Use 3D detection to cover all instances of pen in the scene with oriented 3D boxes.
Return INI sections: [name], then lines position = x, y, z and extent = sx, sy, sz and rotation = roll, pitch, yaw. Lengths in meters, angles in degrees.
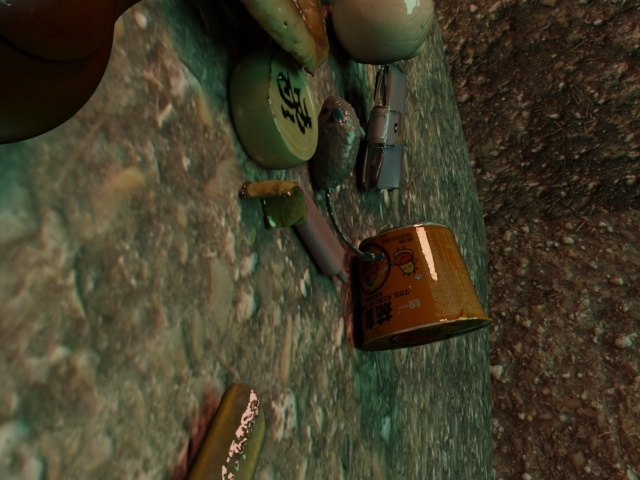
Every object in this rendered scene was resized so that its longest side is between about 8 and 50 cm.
[pen]
position = 0.000, 0.000, 0.787
extent = 0.053, 0.032, 0.197
rotation = -79, 149, -41

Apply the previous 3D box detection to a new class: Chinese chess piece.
[Chinese chess piece]
position = -0.051, -0.157, 0.676
extent = 0.144, 0.058, 0.144
rotation = -8, 90, -67

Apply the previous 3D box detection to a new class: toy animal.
[toy animal]
position = 0.028, -0.089, 0.823
extent = 0.070, 0.079, 0.253
rotation = -1, 82, -46

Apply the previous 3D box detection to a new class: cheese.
[cheese]
position = -0.048, -0.045, 0.653
extent = 0.084, 0.060, 0.042
rotation = 61, 28, -56

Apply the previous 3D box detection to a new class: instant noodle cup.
[instant noodle cup]
position = 0.155, 0.079, 0.929
extent = 0.216, 0.215, 0.172
rotation = 30, 46, -63

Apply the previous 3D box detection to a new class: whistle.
[whistle]
position = -0.100, 0.254, 0.414
extent = 0.326, 0.057, 0.068
rotation = -71, 149, -49

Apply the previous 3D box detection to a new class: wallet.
[wallet]
position = 0.119, -0.206, 1.066
extent = 0.170, 0.069, 0.231
rotation = -15, 110, -70

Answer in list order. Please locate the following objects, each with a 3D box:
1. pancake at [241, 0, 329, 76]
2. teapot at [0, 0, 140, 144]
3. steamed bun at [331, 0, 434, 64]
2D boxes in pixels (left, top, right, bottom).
[pancake]
position = -0.072, -0.353, 0.654
extent = 0.356, 0.065, 0.356
rotation = -18, 90, -72
[teapot]
position = -0.175, -0.138, 0.265
extent = 0.252, 0.135, 0.178
rotation = -39, 114, -66
[steamed bun]
position = 0.112, -0.382, 1.008
extent = 0.228, 0.177, 0.131
rotation = -50, 139, -70
